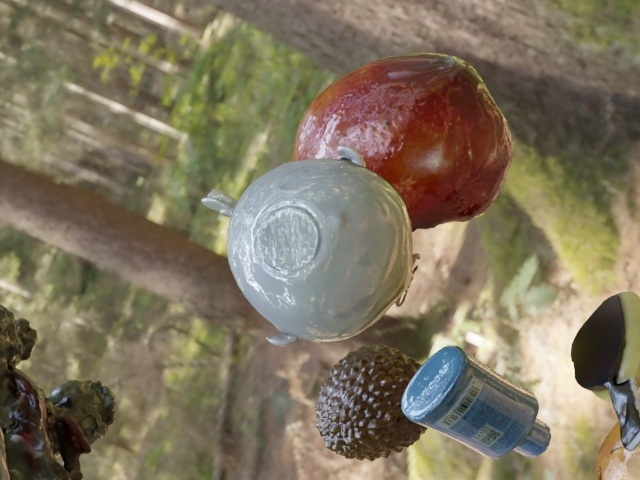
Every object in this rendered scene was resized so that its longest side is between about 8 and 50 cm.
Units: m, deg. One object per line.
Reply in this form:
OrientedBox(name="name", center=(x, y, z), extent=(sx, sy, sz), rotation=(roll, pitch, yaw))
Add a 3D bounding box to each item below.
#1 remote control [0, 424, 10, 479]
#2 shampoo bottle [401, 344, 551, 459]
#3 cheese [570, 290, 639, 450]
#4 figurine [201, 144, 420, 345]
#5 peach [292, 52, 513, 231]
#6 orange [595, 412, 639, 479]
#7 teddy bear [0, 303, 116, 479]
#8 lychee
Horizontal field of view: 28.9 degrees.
OrientedBox(name="remote control", center=(-0.393, 0.204, 1.187), extent=(0.103, 0.221, 0.332), rotation=(-48, 30, 9))
OrientedBox(name="shampoo bottle", center=(0.204, 0.212, 1.529), extent=(0.104, 0.258, 0.061), rotation=(-52, 46, 6))
OrientedBox(name="cheese", center=(0.257, 0.116, 1.065), extent=(0.086, 0.036, 0.162), rotation=(-56, 15, 30))
OrientedBox(name="figurine", center=(0.000, 0.000, 1.469), extent=(0.227, 0.274, 0.394), rotation=(-65, -17, 4))
OrientedBox(name="peach", center=(0.113, -0.129, 1.856), extent=(0.338, 0.281, 0.281), rotation=(-29, 9, 7))
OrientedBox(name="orange", center=(0.583, 0.388, 2.068), extent=(0.246, 0.246, 0.246), rotation=(-157, 90, -87))
OrientedBox(name="teddy bear", center=(-0.418, 0.193, 1.585), extent=(0.357, 0.224, 0.368), rotation=(-98, -8, -66))
OrientedBox(name="lychee", center=(0.097, 0.257, 2.015), extent=(0.238, 0.200, 0.200), rotation=(-32, -11, -21))
